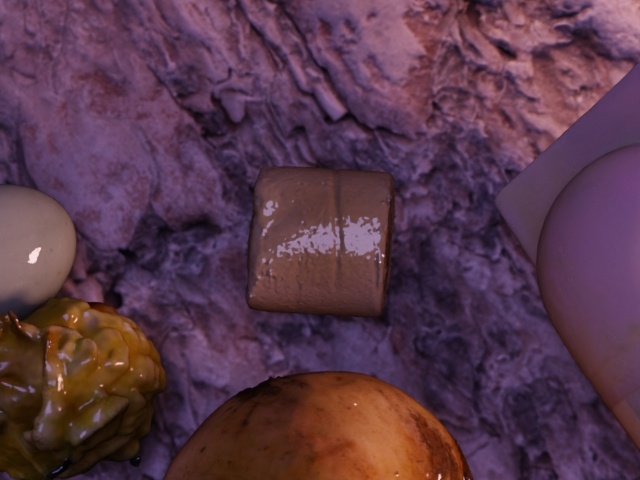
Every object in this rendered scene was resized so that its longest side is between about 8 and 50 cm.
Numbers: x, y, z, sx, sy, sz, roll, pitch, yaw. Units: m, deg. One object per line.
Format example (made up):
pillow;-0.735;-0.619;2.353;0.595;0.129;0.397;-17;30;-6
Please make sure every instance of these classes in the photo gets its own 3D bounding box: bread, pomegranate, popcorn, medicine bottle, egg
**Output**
bread;0.000;0.000;1.249;0.141;0.134;0.148;2;63;7
pomegranate;-0.002;0.271;1.097;0.322;0.322;0.322;-2;76;6
popcorn;-0.260;0.149;1.212;0.218;0.189;0.169;-22;72;0
medicine bottle;0.338;0.060;1.139;0.236;0.236;0.406;-33;75;-2
egg;-0.339;0.021;1.275;0.192;0.149;0.149;-32;74;-4
